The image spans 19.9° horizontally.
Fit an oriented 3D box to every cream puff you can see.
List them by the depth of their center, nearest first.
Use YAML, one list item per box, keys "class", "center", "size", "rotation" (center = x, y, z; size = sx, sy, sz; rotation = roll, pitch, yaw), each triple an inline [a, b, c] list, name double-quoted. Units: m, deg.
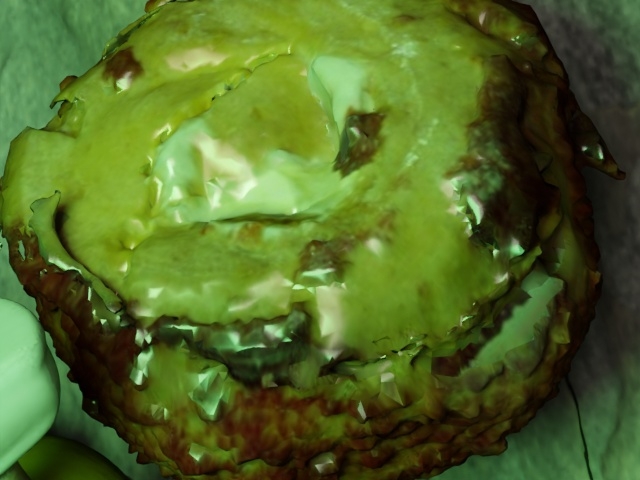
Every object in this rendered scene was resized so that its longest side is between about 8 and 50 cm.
- class: "cream puff"
  center: [0.003, 0.003, 1.031]
  size: [0.350, 0.229, 0.350]
  rotation: [-8, 52, 11]

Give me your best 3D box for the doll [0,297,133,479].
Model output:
- class: "doll"
  center: [-0.156, 0.173, 0.993]
  size: [0.161, 0.423, 0.348]
  rotation: [-24, 61, -6]
